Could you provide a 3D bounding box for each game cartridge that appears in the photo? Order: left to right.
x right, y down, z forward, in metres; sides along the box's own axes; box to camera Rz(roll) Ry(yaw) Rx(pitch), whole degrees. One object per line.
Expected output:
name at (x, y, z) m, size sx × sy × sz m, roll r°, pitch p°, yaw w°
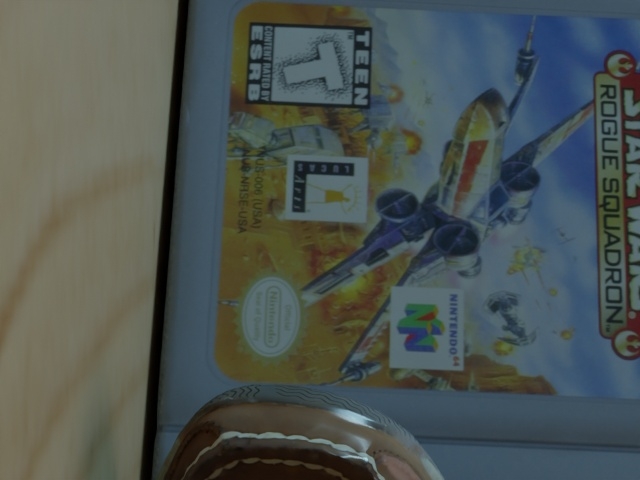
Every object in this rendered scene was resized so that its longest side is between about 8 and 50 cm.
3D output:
game cartridge at (0.045, -0.010, 0.483) m, size 0.062 × 0.198 × 0.297 m, roll 81°, pitch 11°, yaw -73°

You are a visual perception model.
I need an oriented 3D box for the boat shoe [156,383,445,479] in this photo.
boat shoe at (-0.008, 0.203, 0.379) m, size 0.116 × 0.123 × 0.324 m, roll -69°, pitch 158°, yaw -75°
